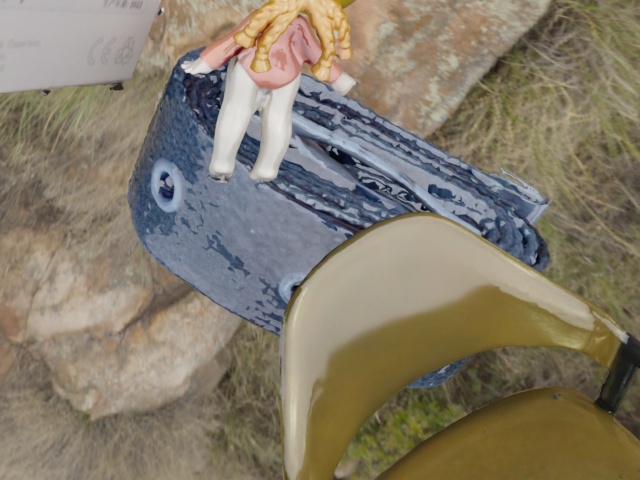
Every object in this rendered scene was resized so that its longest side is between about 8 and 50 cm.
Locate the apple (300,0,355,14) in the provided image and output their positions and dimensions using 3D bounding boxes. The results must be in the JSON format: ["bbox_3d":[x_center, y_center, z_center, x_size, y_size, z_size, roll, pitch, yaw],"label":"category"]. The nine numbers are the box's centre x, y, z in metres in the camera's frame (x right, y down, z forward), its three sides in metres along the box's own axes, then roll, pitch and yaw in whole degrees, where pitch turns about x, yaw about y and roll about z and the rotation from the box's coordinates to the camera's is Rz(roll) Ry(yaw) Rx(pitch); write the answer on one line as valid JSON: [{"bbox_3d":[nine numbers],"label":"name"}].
[{"bbox_3d":[-0.014,-0.464,1.453,0.236,0.237,0.208,-16,142,-4],"label":"apple"}]

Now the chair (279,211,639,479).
[{"bbox_3d":[0.080,0.127,0.412,0.158,0.172,0.247,-30,137,-9],"label":"chair"}]

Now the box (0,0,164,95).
[{"bbox_3d":[-0.222,-0.160,0.434,0.251,0.203,0.106,30,112,13],"label":"box"}]

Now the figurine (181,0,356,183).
[{"bbox_3d":[-0.014,-0.066,0.327,0.064,0.047,0.109,3,122,-23],"label":"figurine"}]

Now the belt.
[{"bbox_3d":[0.000,-0.001,0.506,0.218,0.122,0.128,29,130,-7],"label":"belt"}]
